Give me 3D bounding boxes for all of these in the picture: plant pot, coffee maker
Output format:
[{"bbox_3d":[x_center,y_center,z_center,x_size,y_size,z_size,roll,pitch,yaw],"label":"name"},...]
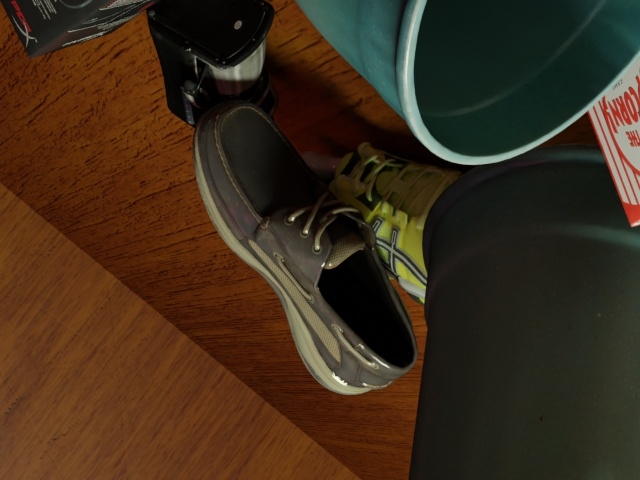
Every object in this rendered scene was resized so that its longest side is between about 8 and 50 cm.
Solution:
[{"bbox_3d":[0.073,-0.231,0.886,0.255,0.272,0.271,43,167,31],"label":"plant pot"},{"bbox_3d":[-0.124,-0.212,1.501,0.171,0.120,0.178,55,166,20],"label":"coffee maker"},{"bbox_3d":[0.226,0.150,1.220,0.341,0.334,0.341,10,141,9],"label":"plant pot"}]

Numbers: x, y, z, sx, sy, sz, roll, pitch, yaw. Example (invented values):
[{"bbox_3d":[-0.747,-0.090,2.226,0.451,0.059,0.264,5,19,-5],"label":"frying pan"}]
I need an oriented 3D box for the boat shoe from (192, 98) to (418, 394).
[{"bbox_3d":[0.000,0.000,1.453,0.130,0.132,0.355,-14,113,51],"label":"boat shoe"}]

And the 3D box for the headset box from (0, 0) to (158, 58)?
[{"bbox_3d":[-0.158,-0.304,1.074,0.293,0.110,0.218,-24,94,41],"label":"headset box"}]

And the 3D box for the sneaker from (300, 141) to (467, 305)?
[{"bbox_3d":[0.084,-0.027,1.505,0.147,0.145,0.385,45,158,-24],"label":"sneaker"}]

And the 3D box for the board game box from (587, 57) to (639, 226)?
[{"bbox_3d":[0.242,-0.121,1.004,0.147,0.045,0.193,133,119,-71],"label":"board game box"}]
